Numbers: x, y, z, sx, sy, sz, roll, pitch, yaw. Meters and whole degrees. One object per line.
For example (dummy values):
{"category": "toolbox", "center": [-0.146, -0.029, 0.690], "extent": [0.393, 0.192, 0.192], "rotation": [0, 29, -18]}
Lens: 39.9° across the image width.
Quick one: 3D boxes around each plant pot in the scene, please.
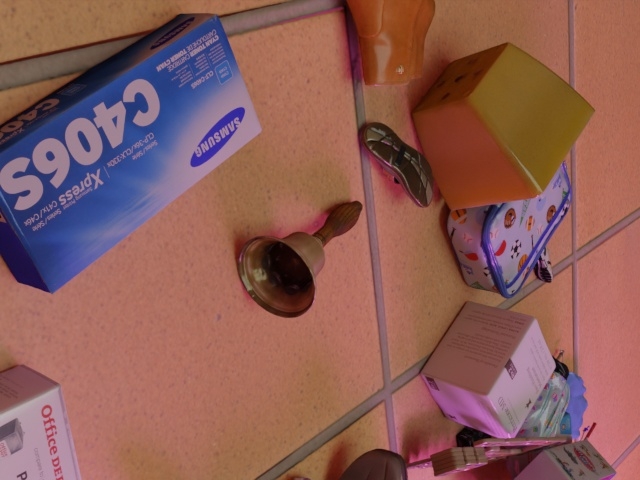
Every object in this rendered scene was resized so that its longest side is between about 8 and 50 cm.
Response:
{"category": "plant pot", "center": [0.280, -0.198, 1.452], "extent": [0.187, 0.212, 0.212], "rotation": [48, 63, -20]}

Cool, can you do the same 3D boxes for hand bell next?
{"category": "hand bell", "center": [0.000, 0.000, 1.281], "extent": [0.242, 0.126, 0.126], "rotation": [-40, 127, -49]}

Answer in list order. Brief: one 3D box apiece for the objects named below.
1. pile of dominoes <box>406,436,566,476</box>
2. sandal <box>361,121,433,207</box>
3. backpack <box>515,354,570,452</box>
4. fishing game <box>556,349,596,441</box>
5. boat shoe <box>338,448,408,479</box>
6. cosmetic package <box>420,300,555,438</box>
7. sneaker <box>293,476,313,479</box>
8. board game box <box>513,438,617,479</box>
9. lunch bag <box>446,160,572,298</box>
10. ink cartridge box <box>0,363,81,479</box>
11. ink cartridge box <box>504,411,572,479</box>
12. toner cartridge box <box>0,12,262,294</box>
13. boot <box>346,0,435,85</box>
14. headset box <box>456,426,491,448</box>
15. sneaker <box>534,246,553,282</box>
{"category": "pile of dominoes", "center": [0.301, 0.401, 1.598], "extent": [0.251, 0.196, 0.040], "rotation": [9, 60, -38]}
{"category": "sandal", "center": [0.121, -0.122, 1.411], "extent": [0.180, 0.049, 0.072], "rotation": [40, 63, -29]}
{"category": "backpack", "center": [0.413, 0.321, 1.728], "extent": [0.115, 0.152, 0.182], "rotation": [27, 72, -4]}
{"category": "fishing game", "center": [0.545, 0.390, 1.997], "extent": [0.189, 0.041, 0.264], "rotation": [-51, 125, -26]}
{"category": "boat shoe", "center": [0.082, 0.499, 1.469], "extent": [0.130, 0.132, 0.355], "rotation": [-16, 121, -59]}
{"category": "cosmetic package", "center": [0.310, 0.237, 1.618], "extent": [0.183, 0.151, 0.151], "rotation": [-53, 131, -25]}
{"category": "sneaker", "center": [-0.051, 0.515, 1.329], "extent": [0.114, 0.152, 0.305], "rotation": [24, 58, -44]}
{"category": "board game box", "center": [0.450, 0.516, 1.766], "extent": [0.224, 0.097, 0.303], "rotation": [-50, 152, 17]}
{"category": "lunch bag", "center": [0.363, -0.056, 1.640], "extent": [0.303, 0.115, 0.243], "rotation": [-51, 134, -25]}
{"category": "ink cartridge box", "center": [-0.372, 0.250, 0.926], "extent": [0.218, 0.092, 0.158], "rotation": [-25, 117, -43]}
{"category": "ink cartridge box", "center": [0.449, 0.436, 1.869], "extent": [0.180, 0.060, 0.104], "rotation": [-22, 115, -27]}
{"category": "toner cartridge box", "center": [-0.228, -0.110, 1.008], "extent": [0.348, 0.075, 0.165], "rotation": [-44, 129, -32]}
{"category": "boot", "center": [0.076, -0.330, 1.266], "extent": [0.295, 0.104, 0.211], "rotation": [-6, 103, -51]}
{"category": "headset box", "center": [0.307, 0.394, 1.742], "extent": [0.083, 0.032, 0.062], "rotation": [-28, 119, -39]}
{"category": "sneaker", "center": [0.464, 0.043, 1.824], "extent": [0.044, 0.040, 0.109], "rotation": [-50, 132, -30]}
